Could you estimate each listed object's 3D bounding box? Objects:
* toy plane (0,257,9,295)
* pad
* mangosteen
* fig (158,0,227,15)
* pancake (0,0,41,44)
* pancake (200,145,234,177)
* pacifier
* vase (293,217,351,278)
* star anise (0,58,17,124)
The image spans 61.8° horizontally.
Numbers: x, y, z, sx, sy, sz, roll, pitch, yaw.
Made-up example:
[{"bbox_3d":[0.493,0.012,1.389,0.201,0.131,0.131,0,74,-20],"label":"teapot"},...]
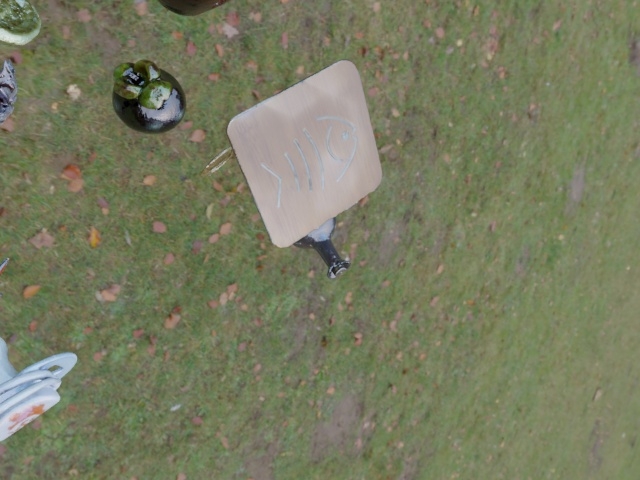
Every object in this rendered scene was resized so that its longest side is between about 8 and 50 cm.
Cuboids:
[{"bbox_3d":[-1.034,0.133,1.660,0.189,0.130,0.061,-61,176,-11],"label":"toy plane"},{"bbox_3d":[-0.012,-0.157,1.002,0.284,0.018,0.287,-33,129,-18],"label":"pad"},{"bbox_3d":[-0.519,-0.433,1.614,0.242,0.242,0.243,-23,122,-42],"label":"mangosteen"},{"bbox_3d":[-0.237,-0.548,1.028,0.235,0.234,0.214,-53,135,-20],"label":"fig"},{"bbox_3d":[-0.360,-0.258,0.592,0.017,0.108,0.108,-43,152,29],"label":"pancake"},{"bbox_3d":[-0.248,-0.190,1.296,0.011,0.115,0.115,49,59,0],"label":"pancake"},{"bbox_3d":[-0.717,0.307,1.197,0.299,0.233,0.244,-36,166,-21],"label":"pacifier"},{"bbox_3d":[0.000,0.000,1.168,0.120,0.183,0.120,-25,152,-14],"label":"vase"},{"bbox_3d":[-0.723,-0.324,1.209,0.061,0.204,0.181,17,94,-32],"label":"star anise"}]
